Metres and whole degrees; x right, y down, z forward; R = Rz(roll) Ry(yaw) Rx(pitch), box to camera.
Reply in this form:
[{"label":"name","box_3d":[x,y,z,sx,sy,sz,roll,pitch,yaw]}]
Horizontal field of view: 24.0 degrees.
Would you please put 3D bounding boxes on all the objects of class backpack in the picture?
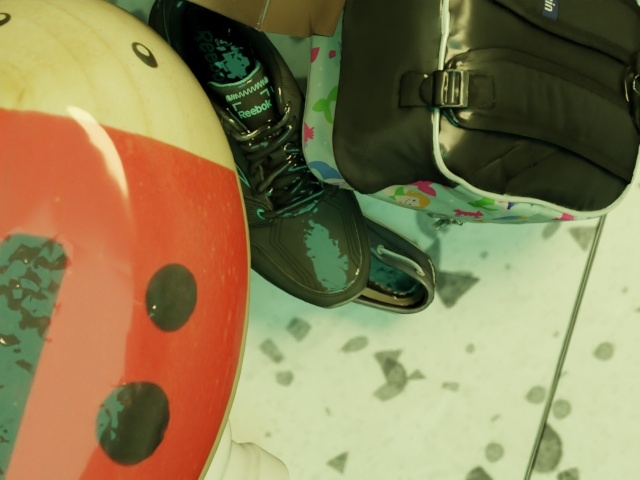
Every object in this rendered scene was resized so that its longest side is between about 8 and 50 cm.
[{"label":"backpack","box_3d":[0.116,-0.119,1.057,0.253,0.191,0.225,9,83,-41]}]

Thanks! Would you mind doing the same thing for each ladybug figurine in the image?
[{"label":"ladybug figurine","box_3d":[-0.191,0.056,0.954,0.305,0.162,0.449,7,89,-12]}]

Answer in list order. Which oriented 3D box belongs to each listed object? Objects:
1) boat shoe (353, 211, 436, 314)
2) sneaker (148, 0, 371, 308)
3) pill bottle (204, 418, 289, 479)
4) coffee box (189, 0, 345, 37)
[{"label":"boat shoe","box_3d":[0.000,0.000,1.160,0.206,0.065,0.075,25,104,-15]},{"label":"sneaker","box_3d":[-0.047,-0.067,1.079,0.101,0.106,0.267,-31,93,-5]},{"label":"pill bottle","box_3d":[-0.163,0.157,1.136,0.265,0.153,0.153,34,99,-17]},{"label":"coffee box","box_3d":[-0.091,-0.240,0.984,0.246,0.098,0.141,25,105,26]}]
